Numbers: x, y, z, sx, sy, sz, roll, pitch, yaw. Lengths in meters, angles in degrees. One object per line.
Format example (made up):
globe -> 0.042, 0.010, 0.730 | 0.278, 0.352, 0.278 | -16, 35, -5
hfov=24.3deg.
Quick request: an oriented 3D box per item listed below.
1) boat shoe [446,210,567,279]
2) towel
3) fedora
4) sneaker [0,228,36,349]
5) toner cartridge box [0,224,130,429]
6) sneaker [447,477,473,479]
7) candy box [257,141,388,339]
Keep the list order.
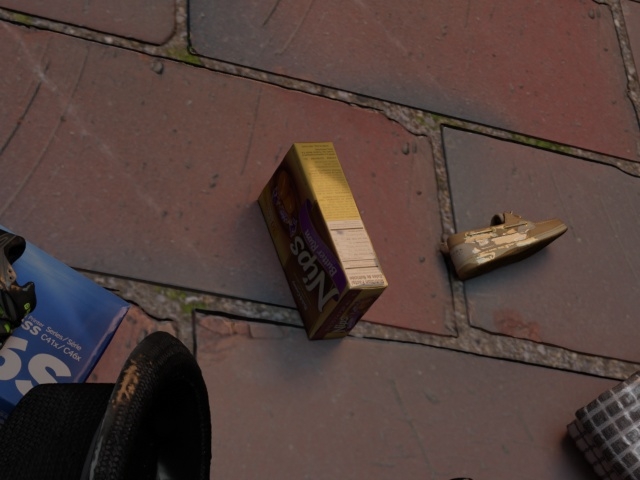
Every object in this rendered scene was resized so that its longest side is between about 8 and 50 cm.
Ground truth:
boat shoe -> 0.220, -0.006, 1.751 | 0.170, 0.063, 0.059 | -18, 72, -36
towel -> 0.447, 0.211, 1.620 | 0.283, 0.121, 0.235 | -31, 72, -15
fedora -> -0.203, 0.235, 1.239 | 0.152, 0.334, 0.334 | 5, 48, 12
sneaker -> -0.291, 0.063, 1.316 | 0.078, 0.067, 0.188 | 8, 52, -16
toner cartridge box -> -0.368, 0.043, 1.384 | 0.347, 0.075, 0.165 | 31, 47, -5
sneaker -> 0.058, 0.311, 1.401 | 0.101, 0.106, 0.267 | 44, 49, 5
candy box -> 0.000, 0.000, 1.596 | 0.053, 0.109, 0.187 | -3, 59, -30
